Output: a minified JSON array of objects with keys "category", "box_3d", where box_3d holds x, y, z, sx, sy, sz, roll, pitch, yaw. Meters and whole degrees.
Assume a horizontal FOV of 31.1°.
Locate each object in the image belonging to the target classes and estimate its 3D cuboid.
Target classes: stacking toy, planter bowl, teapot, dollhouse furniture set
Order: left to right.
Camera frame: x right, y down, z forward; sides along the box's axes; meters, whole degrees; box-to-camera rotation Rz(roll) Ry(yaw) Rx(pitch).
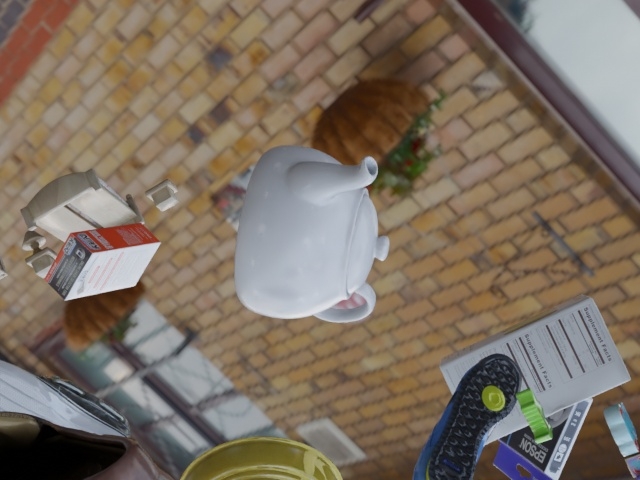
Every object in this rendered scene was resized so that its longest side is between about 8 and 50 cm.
[{"category":"dollhouse furniture set","box_3d":[-0.463,-0.095,1.911,0.355,0.174,0.303,-29,160,3]},{"category":"planter bowl","box_3d":[-0.075,0.355,1.459,0.217,0.217,0.090,-40,-151,22]},{"category":"teapot","box_3d":[0.000,0.000,1.555,0.256,0.187,0.252,-27,127,-80]},{"category":"stacking toy","box_3d":[0.322,0.225,1.176,0.167,0.221,0.052,-27,-177,19]}]

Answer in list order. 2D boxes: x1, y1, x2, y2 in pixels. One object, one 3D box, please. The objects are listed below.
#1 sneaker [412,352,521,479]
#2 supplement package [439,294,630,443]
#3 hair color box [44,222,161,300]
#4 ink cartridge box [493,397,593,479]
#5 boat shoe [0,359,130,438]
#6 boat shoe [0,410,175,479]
[{"category":"sneaker","box_3d":[0.162,0.218,1.332,0.209,0.069,0.082,-55,-177,-32]},{"category":"supplement package","box_3d":[0.316,0.191,1.722,0.244,0.134,0.139,-25,176,5]},{"category":"hair color box","box_3d":[-0.326,0.030,1.733,0.093,0.053,0.167,-56,161,21]},{"category":"ink cartridge box","box_3d":[0.380,0.340,2.061,0.208,0.045,0.206,-68,-158,3]},{"category":"boat shoe","box_3d":[-0.485,0.300,2.049,0.121,0.335,0.119,-46,-157,16]},{"category":"boat shoe","box_3d":[-0.223,0.171,0.835,0.342,0.123,0.123,1,-143,45]}]
